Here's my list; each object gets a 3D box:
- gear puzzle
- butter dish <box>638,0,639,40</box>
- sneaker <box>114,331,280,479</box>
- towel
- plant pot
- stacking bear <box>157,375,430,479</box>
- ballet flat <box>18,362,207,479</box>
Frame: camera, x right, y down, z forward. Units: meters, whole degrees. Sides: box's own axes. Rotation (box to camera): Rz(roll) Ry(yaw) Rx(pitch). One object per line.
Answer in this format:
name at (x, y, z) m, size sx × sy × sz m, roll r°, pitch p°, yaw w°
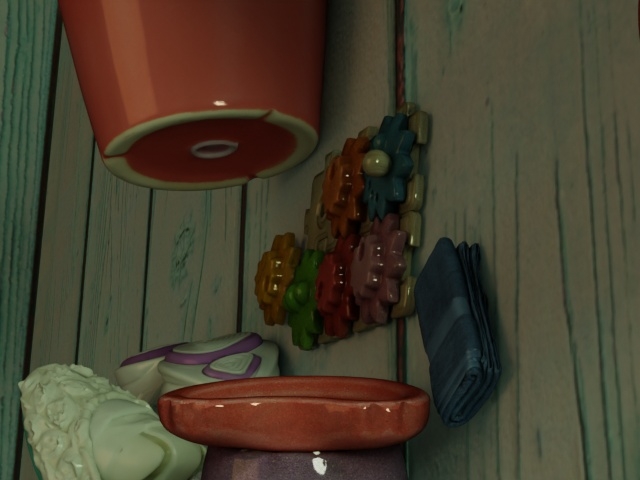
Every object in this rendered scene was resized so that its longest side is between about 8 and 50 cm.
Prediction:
gear puzzle at (0.000, 0.000, 1.326) m, size 0.339 × 0.044 × 0.175 m, roll 152°, pitch 125°, yaw -67°
butter dish at (0.185, -0.118, 0.705) m, size 0.160 × 0.118 × 0.160 m, roll 120°, pitch 164°, yaw -45°
sneaker at (-0.104, 0.167, 1.503) m, size 0.305 × 0.114 × 0.152 m, roll 162°, pitch 97°, yaw -69°
towel at (0.091, 0.060, 1.057) m, size 0.119 × 0.029 × 0.067 m, roll -99°, pitch 26°, yaw -42°
plant pot at (-0.111, -0.189, 1.454) m, size 0.275 × 0.275 × 0.243 m, roll 138°, pitch 128°, yaw -61°
stacking bear at (-0.010, 0.242, 1.077) m, size 0.164 × 0.175 × 0.289 m, roll -7°, pitch -83°, yaw -81°
ballet flat at (-0.126, 0.248, 1.353) m, size 0.409 × 0.147 × 0.147 m, roll 61°, pitch 143°, yaw 29°
